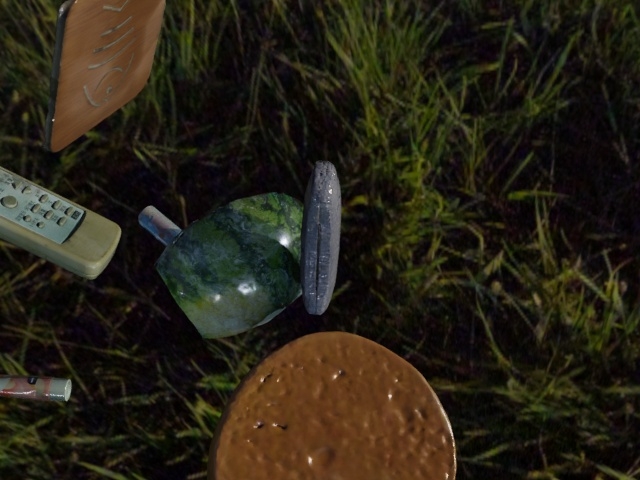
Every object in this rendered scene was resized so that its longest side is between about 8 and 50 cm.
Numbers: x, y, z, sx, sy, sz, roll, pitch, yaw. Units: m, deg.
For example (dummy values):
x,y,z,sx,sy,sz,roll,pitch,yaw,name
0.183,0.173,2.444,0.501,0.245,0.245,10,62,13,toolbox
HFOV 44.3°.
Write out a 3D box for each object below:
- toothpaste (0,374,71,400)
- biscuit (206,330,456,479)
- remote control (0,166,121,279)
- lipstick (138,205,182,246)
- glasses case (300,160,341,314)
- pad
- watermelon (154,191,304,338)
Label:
x,y,z,sx,sy,sz,roll,pitch,yaw,name
-0.487,0.220,1.197,0.205,0.056,0.036,5,99,-3,toothpaste
0.022,0.215,0.618,0.202,0.044,0.288,-13,76,-14,biscuit
-0.356,-0.034,0.939,0.233,0.038,0.098,27,31,-9,remote control
-0.303,-0.009,1.596,0.158,0.048,0.048,38,73,20,lipstick
0.000,0.000,1.325,0.067,0.282,0.109,2,35,2,glasses case
-0.335,-0.301,1.258,0.018,0.284,0.286,30,41,6,pad
-0.135,0.027,1.444,0.305,0.224,0.180,-33,18,-9,watermelon
